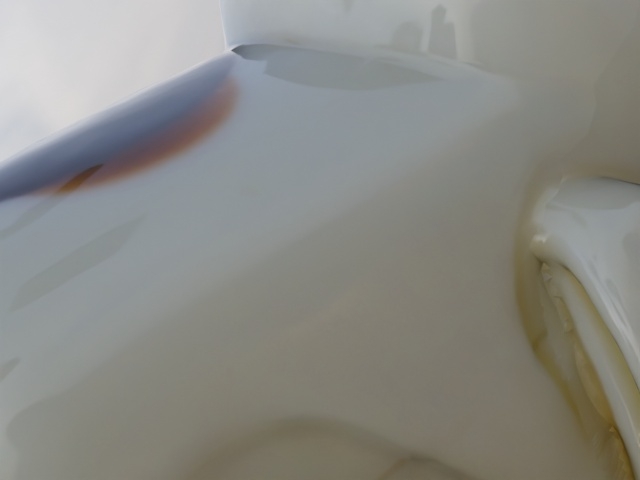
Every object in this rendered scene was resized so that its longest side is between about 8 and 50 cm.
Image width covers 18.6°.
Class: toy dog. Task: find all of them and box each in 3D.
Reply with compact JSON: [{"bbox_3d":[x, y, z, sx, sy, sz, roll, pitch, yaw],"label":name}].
[{"bbox_3d":[0.000,0.000,0.665,0.408,0.395,0.284,-57,14,-13],"label":"toy dog"}]
